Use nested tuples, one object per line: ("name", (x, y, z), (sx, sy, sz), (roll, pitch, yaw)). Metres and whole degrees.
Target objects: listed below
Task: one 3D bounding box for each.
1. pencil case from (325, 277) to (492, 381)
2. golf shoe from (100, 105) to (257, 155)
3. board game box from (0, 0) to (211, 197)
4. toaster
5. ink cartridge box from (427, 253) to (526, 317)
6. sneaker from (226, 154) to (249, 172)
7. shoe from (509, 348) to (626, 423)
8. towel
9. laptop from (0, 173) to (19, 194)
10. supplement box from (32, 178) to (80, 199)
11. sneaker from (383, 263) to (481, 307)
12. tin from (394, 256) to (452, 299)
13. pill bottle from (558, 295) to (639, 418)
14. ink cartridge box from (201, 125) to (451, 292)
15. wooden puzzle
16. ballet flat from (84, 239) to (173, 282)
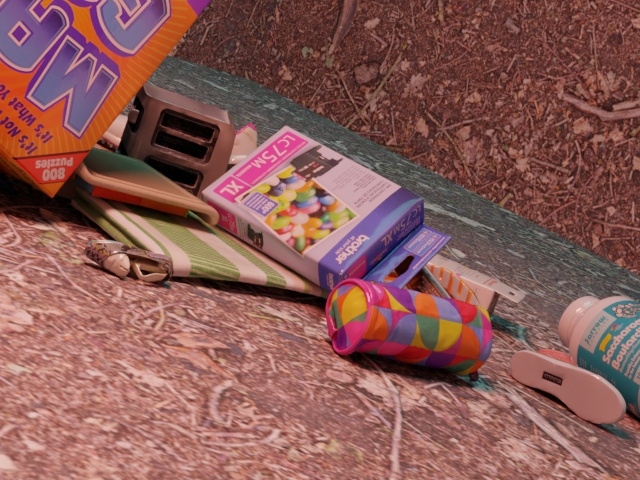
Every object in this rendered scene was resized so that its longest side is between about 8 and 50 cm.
("pencil case", (0.114, 0.114, 1.581), (0.236, 0.104, 0.104), (17, 12, -37))
("golf shoe", (-0.255, -0.192, 2.219), (0.306, 0.140, 0.115), (19, 12, -9))
("board game box", (-0.427, -0.337, 1.569), (0.356, 0.357, 0.356), (23, -19, 41))
("toaster", (-0.222, -0.133, 1.925), (0.185, 0.168, 0.110), (19, 14, -15))
("ink cartridge box", (0.230, 0.082, 2.043), (0.198, 0.067, 0.115), (24, 11, 14))
("sneaker", (-0.083, -0.078, 2.137), (0.118, 0.110, 0.292), (22, -1, 43))
("shoe", (0.356, 0.198, 1.735), (0.178, 0.064, 0.081), (24, 15, 34))
("towel", (-0.154, 0.011, 1.705), (0.324, 0.038, 0.248), (13, 14, -45))
("laptop", (-0.653, -0.149, 1.516), (0.382, 0.236, 0.408), (27, 40, 27))
("supplement box", (-0.356, -0.083, 1.743), (0.098, 0.036, 0.062), (17, 11, -27))
("sneaker", (0.153, 0.068, 1.926), (0.214, 0.084, 0.083), (26, 6, 21))
("tin", (0.160, 0.080, 1.773), (0.190, 0.040, 0.106), (53, 3, 9))
("pill bottle", (0.473, 0.176, 1.866), (0.146, 0.146, 0.264), (15, 12, -34))
("ink cartridge box", (0.008, -0.035, 1.739), (0.311, 0.065, 0.186), (32, 56, 27))
("wooden puzzle", (-0.282, -0.088, 1.716), (0.238, 0.044, 0.221), (21, 8, -41))
("ballet flat", (-0.223, 0.028, 1.473), (0.114, 0.041, 0.041), (14, 13, -33))
